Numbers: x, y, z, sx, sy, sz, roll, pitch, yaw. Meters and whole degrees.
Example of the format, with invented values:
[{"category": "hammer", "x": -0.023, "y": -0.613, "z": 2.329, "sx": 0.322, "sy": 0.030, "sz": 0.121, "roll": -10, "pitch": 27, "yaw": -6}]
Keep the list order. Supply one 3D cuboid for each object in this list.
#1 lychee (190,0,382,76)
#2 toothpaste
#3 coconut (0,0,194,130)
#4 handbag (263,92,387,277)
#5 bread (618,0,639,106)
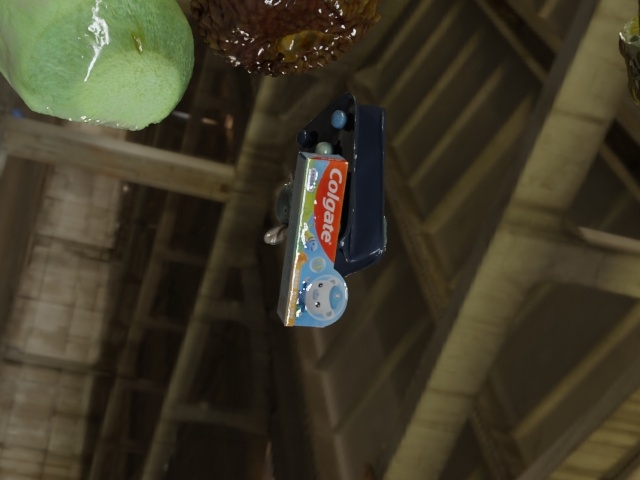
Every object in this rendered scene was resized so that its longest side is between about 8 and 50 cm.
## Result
[{"category": "lychee", "x": -0.045, "y": -0.357, "z": 1.324, "sx": 0.267, "sy": 0.267, "sz": 0.268, "roll": -168, "pitch": -90, "yaw": -76}, {"category": "toothpaste", "x": 0.000, "y": 0.000, "z": 1.127, "sx": 0.044, "sy": 0.070, "sz": 0.194, "roll": -130, "pitch": -134, "yaw": -69}, {"category": "coconut", "x": -0.358, "y": -0.327, "z": 1.561, "sx": 0.281, "sy": 0.328, "sz": 0.329, "roll": 102, "pitch": -10, "yaw": -46}, {"category": "handbag", "x": 0.008, "y": -0.087, "z": 1.873, "sx": 0.269, "sy": 0.118, "sz": 0.326, "roll": -31, "pitch": -131, "yaw": 51}, {"category": "bread", "x": 0.421, "y": -0.198, "z": 1.057, "sx": 0.333, "sy": 0.160, "sz": 0.333, "roll": 166, "pitch": -90, "yaw": -89}]
